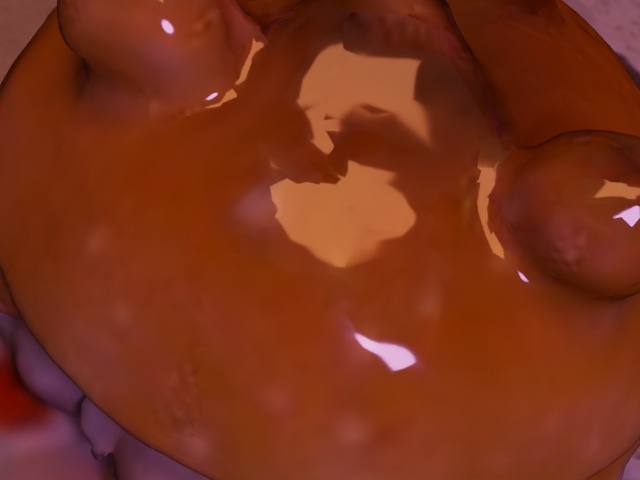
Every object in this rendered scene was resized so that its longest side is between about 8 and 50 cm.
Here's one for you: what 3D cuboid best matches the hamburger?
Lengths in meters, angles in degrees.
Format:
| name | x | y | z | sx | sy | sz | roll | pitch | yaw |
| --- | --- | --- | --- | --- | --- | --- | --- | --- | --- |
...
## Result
| name | x | y | z | sx | sy | sz | roll | pitch | yaw |
| --- | --- | --- | --- | --- | --- | --- | --- | --- | --- |
| hamburger | 0.000 | 0.000 | 0.585 | 0.276 | 0.236 | 0.276 | 8 | 47 | -9 |
